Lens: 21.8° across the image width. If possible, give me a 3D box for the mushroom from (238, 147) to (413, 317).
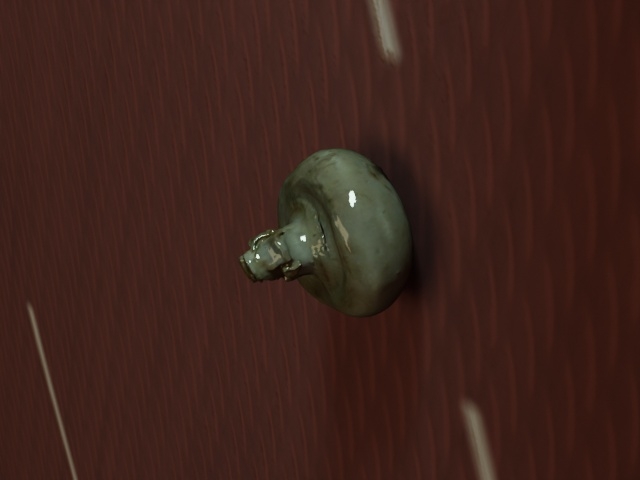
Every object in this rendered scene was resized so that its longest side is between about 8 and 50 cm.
[{"bbox_3d":[0.000,0.000,0.789,0.085,0.079,0.085,40,137,51],"label":"mushroom"}]
